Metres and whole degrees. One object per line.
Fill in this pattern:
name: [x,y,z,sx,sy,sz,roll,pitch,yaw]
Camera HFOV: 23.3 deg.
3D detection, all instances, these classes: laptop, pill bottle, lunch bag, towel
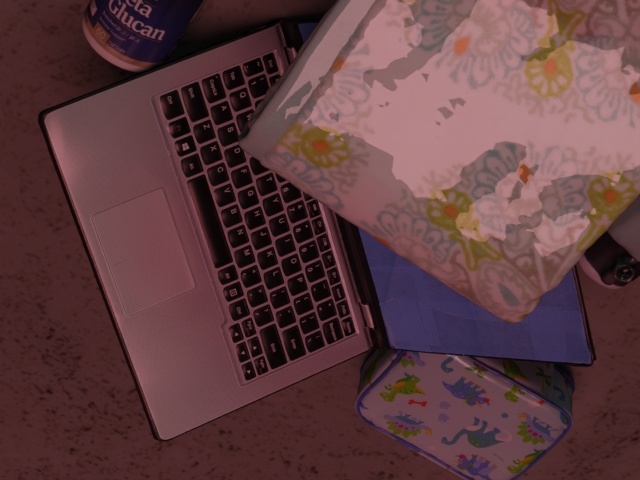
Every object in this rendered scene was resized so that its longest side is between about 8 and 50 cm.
laptop: [0.000,0.000,1.501,0.408,0.236,0.382,-23,114,-14]
pill bottle: [-0.152,-0.249,1.479,0.094,0.094,0.169,30,127,-12]
lunch bag: [0.158,0.174,1.742,0.219,0.090,0.176,30,126,-12]
towel: [0.153,-0.133,1.349,0.320,0.090,0.374,35,119,-8]

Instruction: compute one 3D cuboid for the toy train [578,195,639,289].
toy train: [0.360,-0.088,1.435,0.142,0.190,0.334,37,125,-16]
